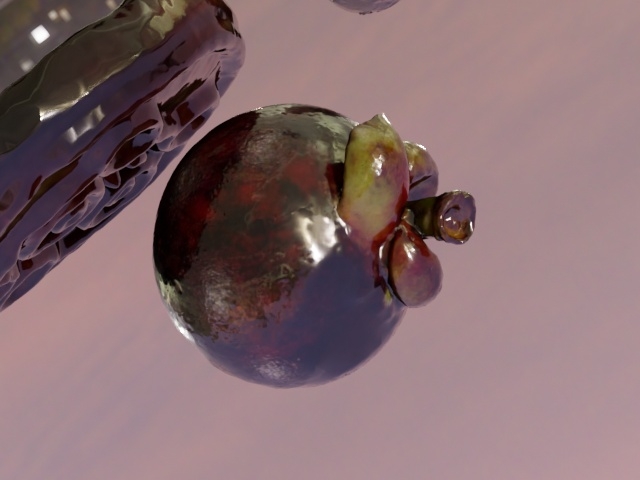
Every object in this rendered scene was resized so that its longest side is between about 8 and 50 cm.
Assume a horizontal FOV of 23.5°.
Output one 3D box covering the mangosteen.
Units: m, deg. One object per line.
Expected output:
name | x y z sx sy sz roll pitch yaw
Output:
mangosteen | 0.000 0.000 1.193 0.265 0.228 0.228 -13 -157 27

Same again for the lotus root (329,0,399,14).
lotus root | 0.029 -0.308 1.515 0.123 0.241 0.124 2 -110 15

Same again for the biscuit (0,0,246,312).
biscuit | -0.216 -0.049 1.267 0.407 0.091 0.407 -44 180 0
